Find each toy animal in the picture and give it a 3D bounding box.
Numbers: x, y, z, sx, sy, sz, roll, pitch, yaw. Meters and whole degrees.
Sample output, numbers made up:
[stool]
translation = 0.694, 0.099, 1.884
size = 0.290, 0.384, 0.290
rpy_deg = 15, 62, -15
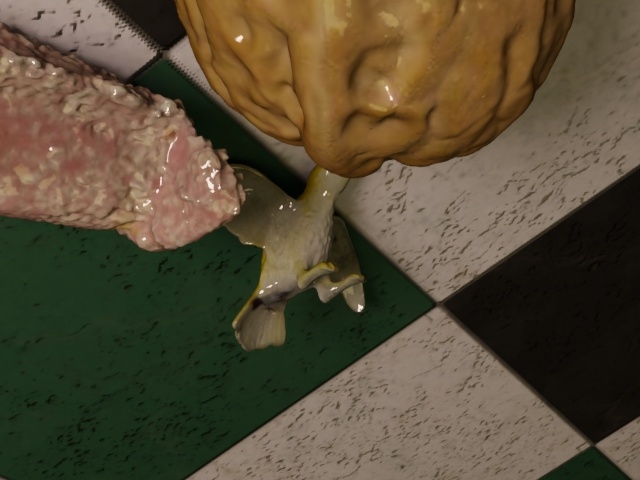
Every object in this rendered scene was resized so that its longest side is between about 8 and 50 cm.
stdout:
[toy animal]
translation = 0.000, 0.000, 0.724
size = 0.155, 0.095, 0.219
rpy_deg = -38, 137, 21

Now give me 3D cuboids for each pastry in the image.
[pastry]
translation = -0.175, -0.065, 0.574
size = 0.265, 0.112, 0.102
rpy_deg = 20, 114, -29

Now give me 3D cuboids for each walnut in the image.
[walnut]
translation = 0.024, -0.131, 0.515
size = 0.213, 0.213, 0.213
rpy_deg = -13, 137, -12
